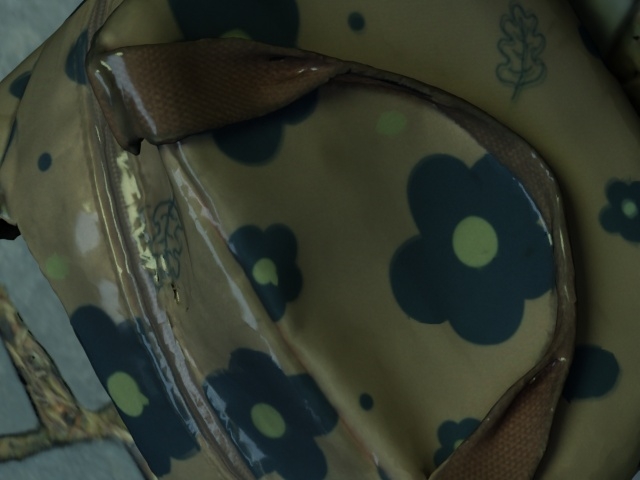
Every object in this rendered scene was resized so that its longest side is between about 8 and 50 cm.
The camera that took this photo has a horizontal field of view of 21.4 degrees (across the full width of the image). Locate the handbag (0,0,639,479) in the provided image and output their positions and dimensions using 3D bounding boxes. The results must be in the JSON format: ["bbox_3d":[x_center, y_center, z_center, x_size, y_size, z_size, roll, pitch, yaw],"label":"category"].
[{"bbox_3d":[0.000,0.000,0.589,0.190,0.193,0.251,-27,99,43],"label":"handbag"}]
